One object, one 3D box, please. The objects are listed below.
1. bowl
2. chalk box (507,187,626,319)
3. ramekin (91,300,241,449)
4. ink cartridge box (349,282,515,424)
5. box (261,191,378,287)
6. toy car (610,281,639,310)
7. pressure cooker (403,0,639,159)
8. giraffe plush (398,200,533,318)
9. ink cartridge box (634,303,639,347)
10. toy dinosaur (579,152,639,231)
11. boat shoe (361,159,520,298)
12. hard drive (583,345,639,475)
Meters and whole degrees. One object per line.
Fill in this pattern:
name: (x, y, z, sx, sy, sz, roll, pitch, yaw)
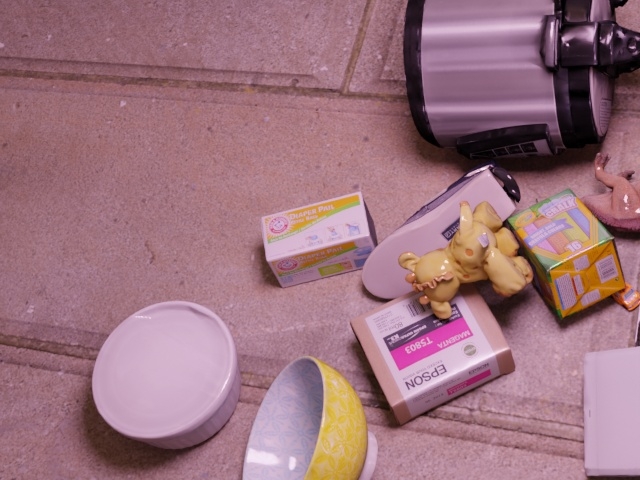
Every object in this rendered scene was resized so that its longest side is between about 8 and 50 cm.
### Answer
bowl: (0.000, 0.353, 1.829, 0.156, 0.289, 0.289, 21, 58, -22)
chalk box: (0.423, 0.009, 1.938, 0.132, 0.132, 0.213, -27, 38, -1)
ramekin: (-0.268, 0.255, 1.999, 0.273, 0.127, 0.272, -7, 58, 12)
ink cartridge box: (0.197, 0.184, 1.936, 0.235, 0.088, 0.193, -26, 55, -2)
box: (0.000, 0.000, 2.087, 0.203, 0.114, 0.103, -15, 57, 8)
toy car: (0.501, 0.108, 1.925, 0.122, 0.040, 0.060, -26, 56, -1)
pressure cooker: (0.393, -0.348, 2.020, 0.421, 0.375, 0.369, 1, 49, 21)
giraffe plush: (0.240, 0.044, 1.878, 0.170, 0.210, 0.181, -35, 68, 23)
ink cartridge box: (0.576, 0.115, 1.861, 0.062, 0.104, 0.181, 6, 63, 19)
toy dinosaur: (0.588, -0.057, 1.958, 0.296, 0.127, 0.200, -7, 65, 18)
boat shoe: (0.230, -0.021, 2.047, 0.341, 0.158, 0.127, -35, 96, 18)
hard drive: (0.534, 0.261, 1.685, 0.308, 0.040, 0.202, -18, 66, 55)
